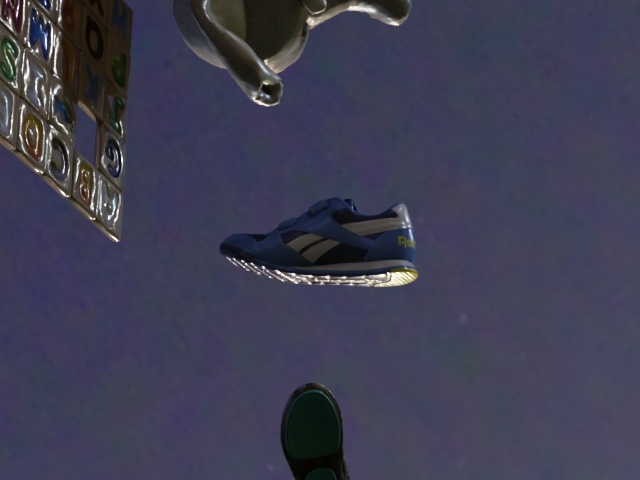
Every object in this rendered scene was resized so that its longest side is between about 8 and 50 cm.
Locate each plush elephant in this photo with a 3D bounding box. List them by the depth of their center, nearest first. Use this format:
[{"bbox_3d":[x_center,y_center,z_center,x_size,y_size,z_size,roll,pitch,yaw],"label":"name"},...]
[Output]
[{"bbox_3d":[-0.033,-0.245,1.482,0.330,0.272,0.255,-15,-62,-4],"label":"plush elephant"}]

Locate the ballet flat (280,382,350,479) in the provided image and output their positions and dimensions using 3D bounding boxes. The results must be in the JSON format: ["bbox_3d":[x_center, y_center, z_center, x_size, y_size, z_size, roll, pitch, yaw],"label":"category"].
[{"bbox_3d":[-0.004,0.131,1.153,0.041,0.041,0.114,-20,-60,-21],"label":"ballet flat"}]

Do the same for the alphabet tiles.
[{"bbox_3d":[-0.189,-0.134,1.293,0.009,0.198,0.237,-8,-26,18],"label":"alphabet tiles"}]

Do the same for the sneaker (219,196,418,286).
[{"bbox_3d":[0.000,0.000,1.303,0.053,0.144,0.059,39,-126,-74],"label":"sneaker"}]
